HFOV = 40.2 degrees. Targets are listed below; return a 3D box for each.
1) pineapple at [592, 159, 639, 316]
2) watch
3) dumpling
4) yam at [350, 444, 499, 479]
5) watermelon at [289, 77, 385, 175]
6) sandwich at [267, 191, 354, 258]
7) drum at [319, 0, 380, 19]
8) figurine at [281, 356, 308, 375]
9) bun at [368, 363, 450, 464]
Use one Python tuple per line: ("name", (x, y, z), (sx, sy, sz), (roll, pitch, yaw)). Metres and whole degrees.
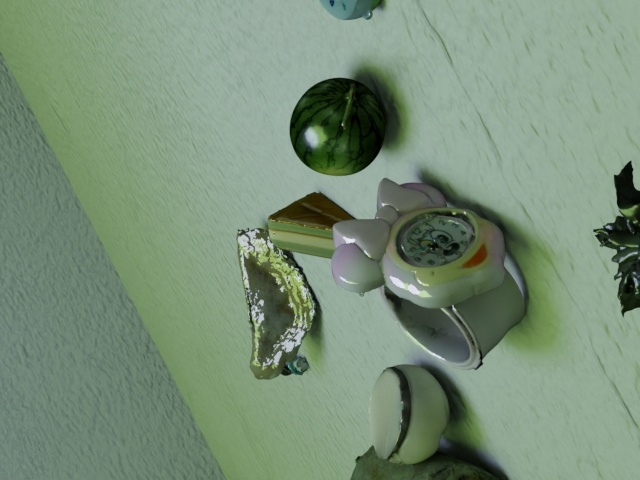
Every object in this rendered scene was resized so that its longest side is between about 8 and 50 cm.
("pineapple", (0.354, -0.013, 0.817), (0.170, 0.141, 0.310), (55, 162, 4))
("watch", (0.151, 0.066, 1.227), (0.248, 0.211, 0.217), (28, 148, 38))
("dumpling", (-0.081, 0.129, 1.844), (0.086, 0.166, 0.332), (-46, -48, -73))
("yam", (0.195, 0.467, 1.544), (0.300, 0.195, 0.195), (4, 119, 63))
("watermelon", (0.031, -0.172, 1.257), (0.140, 0.141, 0.187), (55, 152, 14))
("sandwich", (0.000, 0.000, 1.520), (0.163, 0.113, 0.079), (40, 148, 38))
("drum", (0.063, -0.358, 1.105), (0.253, 0.049, 0.130), (-10, 106, 65))
("figurine", (-0.065, 0.293, 2.038), (0.060, 0.047, 0.106), (32, 158, -25))
("bun", (0.161, 0.300, 1.508), (0.173, 0.120, 0.172), (-171, 90, -71))
